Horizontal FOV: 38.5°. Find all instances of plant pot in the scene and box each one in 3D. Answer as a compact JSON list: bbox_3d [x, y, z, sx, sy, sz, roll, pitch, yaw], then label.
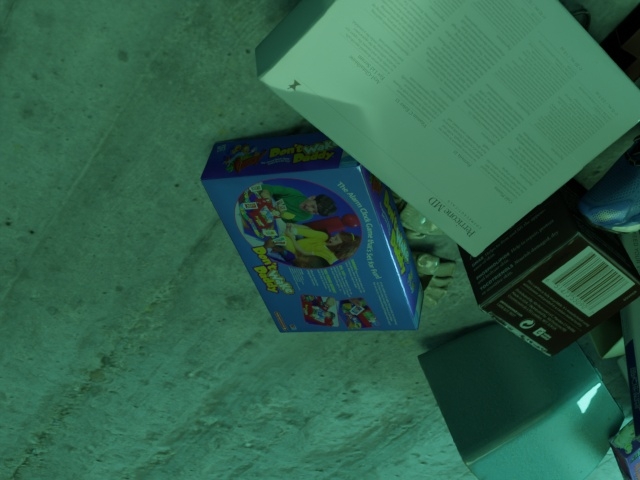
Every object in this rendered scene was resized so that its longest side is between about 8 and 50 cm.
[{"bbox_3d":[0.498,0.119,1.471,0.096,0.109,0.109,5,138,-21],"label":"plant pot"},{"bbox_3d":[0.357,0.276,1.555,0.252,0.247,0.248,-33,129,9],"label":"plant pot"}]

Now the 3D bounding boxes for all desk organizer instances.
[{"bbox_3d":[0.375,-0.227,1.143,0.050,0.047,0.130,24,133,-19],"label":"desk organizer"}]

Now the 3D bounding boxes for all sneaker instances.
[{"bbox_3d":[0.435,-0.149,1.131,0.147,0.130,0.330,41,96,-23],"label":"sneaker"}]

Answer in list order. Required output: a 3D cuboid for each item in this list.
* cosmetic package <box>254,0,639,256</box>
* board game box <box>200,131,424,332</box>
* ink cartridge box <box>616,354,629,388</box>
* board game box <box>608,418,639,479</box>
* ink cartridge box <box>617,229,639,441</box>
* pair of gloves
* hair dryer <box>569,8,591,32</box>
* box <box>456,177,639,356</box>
[{"bbox_3d":[0.156,-0.187,1.064,0.377,0.097,0.284,37,111,-27],"label":"cosmetic package"},{"bbox_3d":[0.000,0.000,1.347,0.233,0.078,0.347,-3,136,20],"label":"board game box"},{"bbox_3d":[0.688,0.158,1.528,0.261,0.066,0.296,7,141,-34],"label":"ink cartridge box"},{"bbox_3d":[0.612,0.343,1.611,0.208,0.056,0.347,-38,146,2],"label":"board game box"},{"bbox_3d":[0.600,0.119,1.302,0.330,0.324,0.071,-2,156,4],"label":"ink cartridge box"},{"bbox_3d":[0.148,0.004,1.404,0.204,0.042,0.240,21,133,-18],"label":"pair of gloves"},{"bbox_3d":[0.185,-0.194,1.160,0.223,0.080,0.293,19,135,-16],"label":"hair dryer"},{"bbox_3d":[0.306,0.014,1.267,0.168,0.203,0.167,33,118,-31],"label":"box"}]
